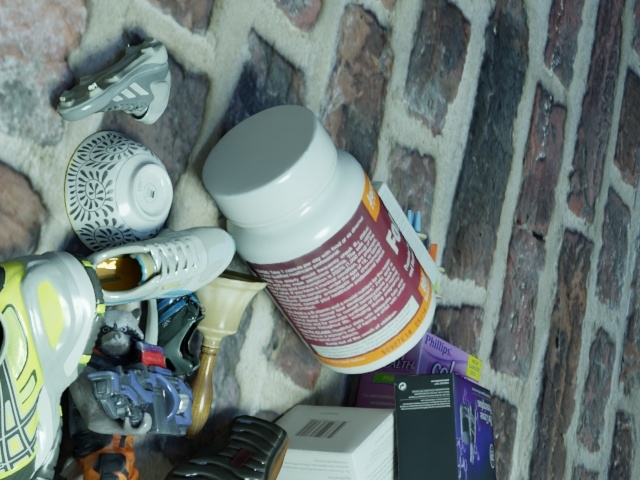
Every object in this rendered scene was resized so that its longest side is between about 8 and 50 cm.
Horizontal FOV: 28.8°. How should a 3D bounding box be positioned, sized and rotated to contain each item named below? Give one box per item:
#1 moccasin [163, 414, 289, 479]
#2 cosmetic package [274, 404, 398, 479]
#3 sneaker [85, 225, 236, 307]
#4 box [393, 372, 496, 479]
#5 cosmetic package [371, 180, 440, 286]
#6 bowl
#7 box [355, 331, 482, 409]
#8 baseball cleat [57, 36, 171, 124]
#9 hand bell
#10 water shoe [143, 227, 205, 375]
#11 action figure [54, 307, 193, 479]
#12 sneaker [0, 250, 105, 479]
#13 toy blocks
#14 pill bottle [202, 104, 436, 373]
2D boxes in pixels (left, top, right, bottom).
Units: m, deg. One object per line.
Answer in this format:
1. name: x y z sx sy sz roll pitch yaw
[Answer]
1. moccasin: -0.142 0.355 1.686 0.380 0.139 0.147 -58 164 -78
2. cosmetic package: 0.039 0.454 1.937 0.155 0.197 0.365 -35 118 -53
3. sneaker: -0.210 0.036 1.617 0.229 0.092 0.087 -18 88 -24
4. box: 0.201 0.315 1.970 0.261 0.103 0.184 31 57 -67
5. cosmetic package: 0.097 0.009 2.093 0.231 0.117 0.085 55 49 -38
6. bowl: -0.249 -0.064 1.655 0.170 0.080 0.170 3 86 -54
7. box: 0.167 0.296 2.180 0.213 0.117 0.243 31 65 -49
8. baseball cleat: -0.260 -0.188 1.652 0.206 0.072 0.109 -44 130 -40
9. hand bell: -0.159 0.164 1.774 0.126 0.126 0.242 7 95 -53
10. water shoe: -0.193 0.085 1.708 0.073 0.080 0.203 -28 123 -73
11. action figure: -0.279 0.236 1.536 0.341 0.179 0.330 61 33 -69
12. sneaker: -0.371 0.184 1.389 0.147 0.145 0.384 4 109 -45
13. toy blocks: 0.183 0.026 2.262 0.123 0.054 0.148 16 76 -52
14. pill bottle: 0.000 0.000 1.870 0.392 0.224 0.224 56 47 -37
